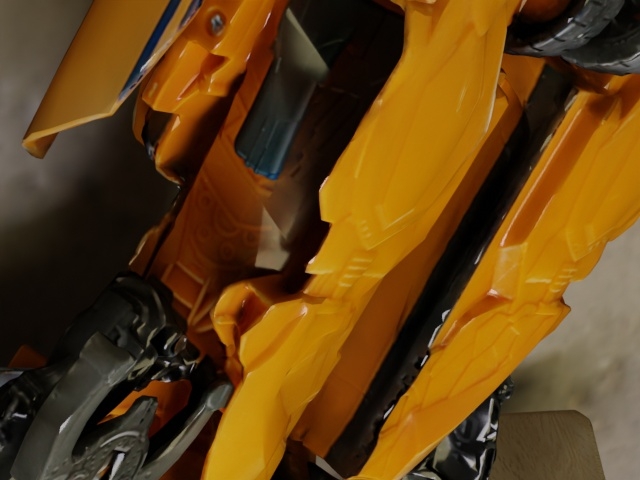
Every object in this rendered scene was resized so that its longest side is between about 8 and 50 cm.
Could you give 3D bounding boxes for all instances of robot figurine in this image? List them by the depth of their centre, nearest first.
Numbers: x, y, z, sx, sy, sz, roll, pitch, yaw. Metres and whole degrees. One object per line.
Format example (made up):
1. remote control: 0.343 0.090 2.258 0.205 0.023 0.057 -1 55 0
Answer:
1. robot figurine: 0.000 0.000 0.447 0.211 0.085 0.291 5 121 -55

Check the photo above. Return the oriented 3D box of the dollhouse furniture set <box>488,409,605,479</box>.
1. dollhouse furniture set: 0.093 0.175 0.677 0.198 0.151 0.301 -2 145 -8
